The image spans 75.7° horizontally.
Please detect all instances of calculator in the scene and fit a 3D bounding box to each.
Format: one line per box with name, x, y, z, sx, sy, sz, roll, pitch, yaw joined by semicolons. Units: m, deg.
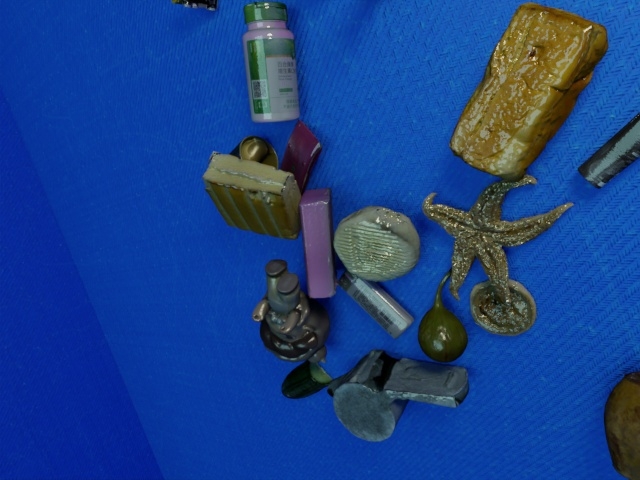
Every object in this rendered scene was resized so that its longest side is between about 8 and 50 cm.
calculator;-0.061;-0.219;1.134;0.127;0.034;0.191;53;134;32

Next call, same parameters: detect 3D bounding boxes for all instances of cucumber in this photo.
cucumber;-0.069;0.508;1.446;0.115;0.063;0.244;51;131;9

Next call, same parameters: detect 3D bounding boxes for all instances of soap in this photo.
soap;-0.002;0.000;1.105;0.081;0.181;0.260;-4;110;5

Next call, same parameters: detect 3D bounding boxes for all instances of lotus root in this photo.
lotus root;0.656;0.346;0.777;0.199;0.188;0.180;-8;90;40

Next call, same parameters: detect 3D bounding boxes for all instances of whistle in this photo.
whistle;0.198;0.403;1.139;0.404;0.168;0.188;-40;84;35

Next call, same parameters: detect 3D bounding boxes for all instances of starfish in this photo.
starfish;0.373;0.001;0.913;0.298;0.060;0.303;8;107;27

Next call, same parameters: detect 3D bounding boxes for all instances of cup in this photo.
cup;-0.209;-0.202;1.224;0.155;0.131;0.177;-20;116;44

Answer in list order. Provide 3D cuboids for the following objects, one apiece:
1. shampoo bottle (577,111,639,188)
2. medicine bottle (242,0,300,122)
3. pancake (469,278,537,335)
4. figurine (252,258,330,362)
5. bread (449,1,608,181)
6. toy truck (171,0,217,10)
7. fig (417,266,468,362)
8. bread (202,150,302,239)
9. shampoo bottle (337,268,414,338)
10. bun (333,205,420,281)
shampoo bottle;0.552;-0.180;0.709;0.063;0.057;0.208;46;129;13
medicine bottle;-0.127;-0.446;1.047;0.133;0.133;0.275;9;114;33
pancake;0.423;0.158;0.963;0.151;0.025;0.152;14;116;30
figurine;-0.088;0.213;1.211;0.248;0.203;0.381;22;145;25
bread;0.373;-0.261;0.758;0.166;0.132;0.295;34;126;21
toy truck;-0.345;-0.664;1.125;0.062;0.123;0.052;28;123;31
fig;0.302;0.182;1.018;0.124;0.124;0.237;3;96;35
bread;-0.169;-0.114;1.113;0.239;0.111;0.246;13;155;17
shampoo bottle;0.150;0.168;1.146;0.227;0.055;0.086;43;129;15
bun;0.149;0.001;1.028;0.220;0.134;0.221;13;134;13
